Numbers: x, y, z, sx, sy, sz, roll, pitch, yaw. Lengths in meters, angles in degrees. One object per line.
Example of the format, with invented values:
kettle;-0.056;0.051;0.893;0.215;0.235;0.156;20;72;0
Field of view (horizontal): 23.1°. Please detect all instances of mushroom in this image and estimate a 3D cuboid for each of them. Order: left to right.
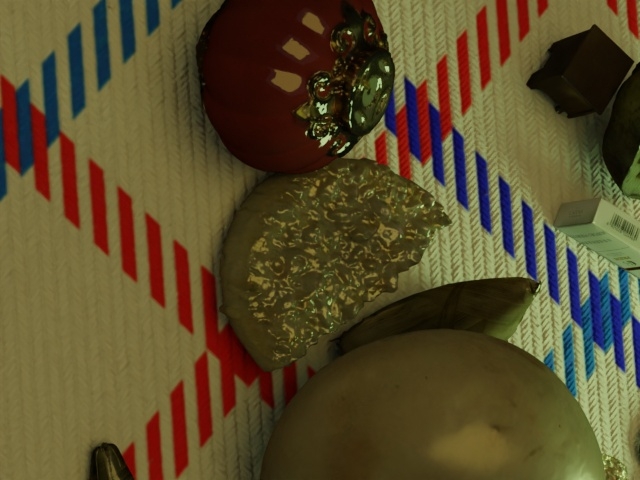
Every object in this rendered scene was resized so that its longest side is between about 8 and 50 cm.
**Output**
mushroom;0.111;0.252;1.638;0.362;0.294;0.362;-2;114;-5

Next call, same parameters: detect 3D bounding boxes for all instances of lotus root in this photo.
lotus root;0.390;-0.145;1.872;0.183;0.078;0.203;-62;154;9

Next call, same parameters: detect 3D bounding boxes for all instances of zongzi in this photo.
zongzi;-0.232;0.255;1.602;0.083;0.040;0.076;-28;92;-7
zongzi;0.130;0.094;1.696;0.194;0.197;0.099;-16;76;-23

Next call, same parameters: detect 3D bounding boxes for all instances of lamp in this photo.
lamp;-0.032;-0.180;1.635;0.227;0.227;0.226;2;85;-26

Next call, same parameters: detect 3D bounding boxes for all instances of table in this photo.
table;0.306;-0.197;1.862;0.070;0.082;0.083;40;71;-18

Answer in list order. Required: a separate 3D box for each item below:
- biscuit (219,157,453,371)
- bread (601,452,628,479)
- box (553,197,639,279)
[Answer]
biscuit;0.000;0.000;1.703;0.281;0.084;0.179;-36;97;-25
bread;0.283;0.277;1.806;0.125;0.106;0.082;16;73;-28
box;0.365;0.002;1.875;0.154;0.084;0.040;29;73;-21
